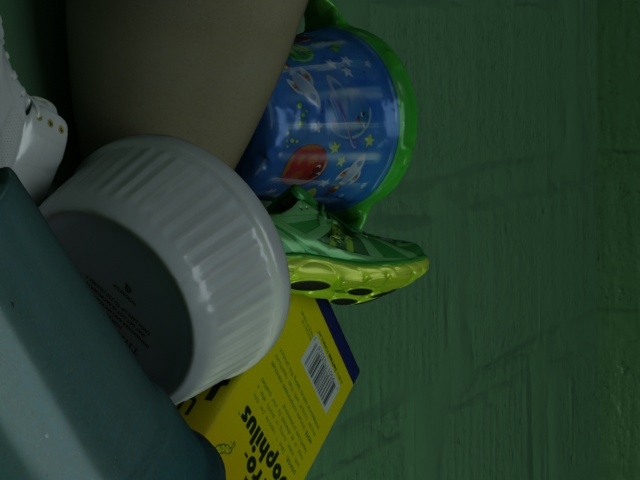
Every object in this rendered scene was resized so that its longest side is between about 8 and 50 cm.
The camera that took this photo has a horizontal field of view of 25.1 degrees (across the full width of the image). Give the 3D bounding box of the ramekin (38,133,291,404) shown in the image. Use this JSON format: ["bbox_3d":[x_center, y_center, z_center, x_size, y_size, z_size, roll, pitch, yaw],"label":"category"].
[{"bbox_3d":[-0.174,0.040,1.402,0.127,0.273,0.273,-39,125,-51],"label":"ramekin"}]

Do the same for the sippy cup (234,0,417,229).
[{"bbox_3d":[-0.042,-0.142,1.710,0.224,0.240,0.305,-7,55,-49],"label":"sippy cup"}]

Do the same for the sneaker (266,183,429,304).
[{"bbox_3d":[0.000,0.000,1.536,0.295,0.109,0.123,7,67,-38],"label":"sneaker"}]

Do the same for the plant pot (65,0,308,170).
[{"bbox_3d":[-0.161,-0.163,1.505,0.256,0.256,0.274,-14,121,-58],"label":"plant pot"}]

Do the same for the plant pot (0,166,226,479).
[{"bbox_3d":[-0.299,0.135,1.207,0.341,0.341,0.334,-51,126,-45],"label":"plant pot"}]

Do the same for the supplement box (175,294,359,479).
[{"bbox_3d":[-0.132,0.201,1.587,0.356,0.194,0.195,-60,139,-39],"label":"supplement box"}]

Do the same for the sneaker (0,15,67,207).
[{"bbox_3d":[-0.318,-0.152,1.352,0.169,0.108,0.292,-13,113,-60],"label":"sneaker"}]
